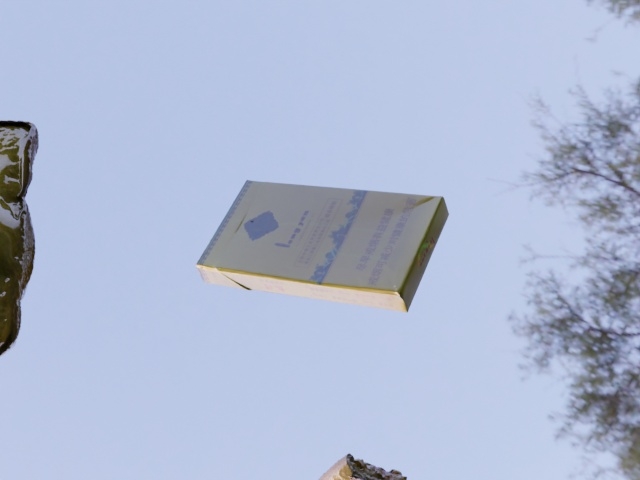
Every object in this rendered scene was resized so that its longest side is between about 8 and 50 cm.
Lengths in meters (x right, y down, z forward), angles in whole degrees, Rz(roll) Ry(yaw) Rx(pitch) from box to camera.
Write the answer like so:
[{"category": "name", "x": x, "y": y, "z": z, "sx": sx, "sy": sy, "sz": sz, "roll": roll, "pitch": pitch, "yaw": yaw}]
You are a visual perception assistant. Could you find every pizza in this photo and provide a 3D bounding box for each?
[{"category": "pizza", "x": 0.050, "y": 0.301, "z": 1.298, "sx": 0.131, "sy": 0.041, "sz": 0.178, "roll": -12, "pitch": -35, "yaw": -2}]

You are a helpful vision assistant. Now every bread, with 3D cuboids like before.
[{"category": "bread", "x": -0.309, "y": 0.009, "z": 0.870, "sx": 0.161, "sy": 0.233, "sz": 0.088, "roll": -7, "pitch": -37, "yaw": 4}]

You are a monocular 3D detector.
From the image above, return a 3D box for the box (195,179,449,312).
[{"category": "box", "x": 0.001, "y": 0.000, "z": 1.287, "sx": 0.153, "sy": 0.279, "sz": 0.041, "roll": -63, "pitch": -35, "yaw": -33}]
